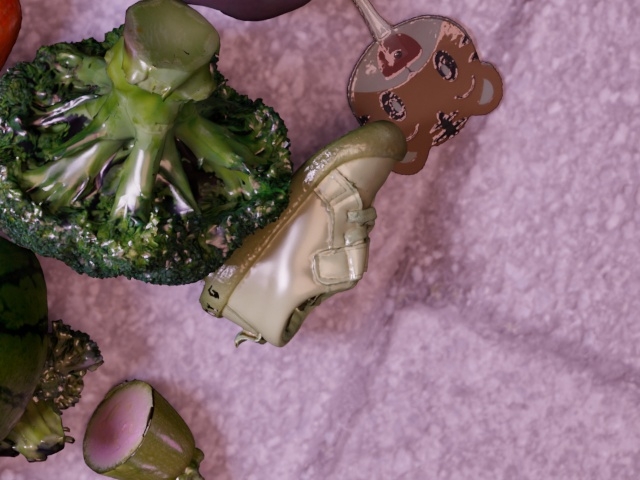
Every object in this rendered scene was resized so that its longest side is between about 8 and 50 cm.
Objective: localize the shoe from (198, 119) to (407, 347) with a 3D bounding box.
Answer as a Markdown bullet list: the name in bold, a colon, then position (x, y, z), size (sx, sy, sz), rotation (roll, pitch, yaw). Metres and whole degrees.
- **shoe**: position (-0.005, -0.006, 1.799), size (0.262, 0.140, 0.128), rotation (-43, 97, 4)

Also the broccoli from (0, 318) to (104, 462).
- **broccoli**: position (-0.286, 0.156, 1.752), size (0.167, 0.160, 0.155), rotation (-11, 132, -23)

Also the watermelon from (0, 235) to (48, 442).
- **watermelon**: position (-0.428, 0.073, 1.639), size (0.330, 0.189, 0.331), rotation (-1, 84, 14)

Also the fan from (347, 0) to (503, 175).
- **fan**: position (0.075, -0.187, 1.839), size (0.152, 0.008, 0.227), rotation (-37, 107, -2)

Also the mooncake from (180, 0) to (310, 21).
- **mooncake**: position (-0.077, -0.326, 1.711), size (0.244, 0.133, 0.245), rotation (-3, 101, -13)

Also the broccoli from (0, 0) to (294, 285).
- **broccoli**: position (-0.154, -0.100, 1.660), size (0.297, 0.297, 0.298), rotation (13, 53, -18)

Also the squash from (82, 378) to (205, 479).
- **squash**: position (-0.155, 0.211, 1.835), size (0.132, 0.105, 0.105), rotation (35, 92, -33)

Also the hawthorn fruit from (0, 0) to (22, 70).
- **hawthorn fruit**: position (-0.339, -0.200, 1.679), size (0.133, 0.133, 0.138), rotation (39, 81, -17)
